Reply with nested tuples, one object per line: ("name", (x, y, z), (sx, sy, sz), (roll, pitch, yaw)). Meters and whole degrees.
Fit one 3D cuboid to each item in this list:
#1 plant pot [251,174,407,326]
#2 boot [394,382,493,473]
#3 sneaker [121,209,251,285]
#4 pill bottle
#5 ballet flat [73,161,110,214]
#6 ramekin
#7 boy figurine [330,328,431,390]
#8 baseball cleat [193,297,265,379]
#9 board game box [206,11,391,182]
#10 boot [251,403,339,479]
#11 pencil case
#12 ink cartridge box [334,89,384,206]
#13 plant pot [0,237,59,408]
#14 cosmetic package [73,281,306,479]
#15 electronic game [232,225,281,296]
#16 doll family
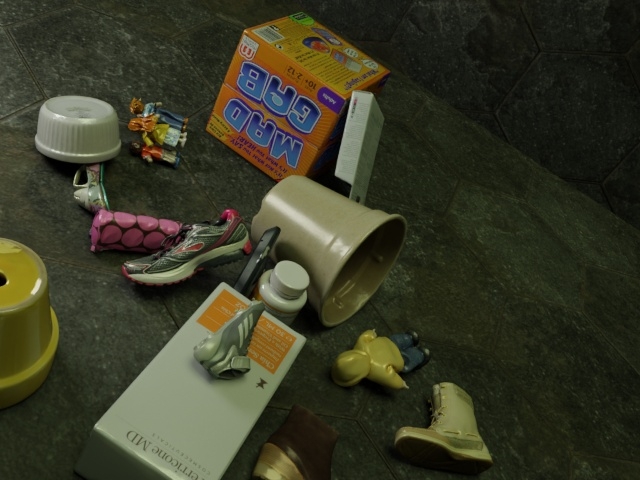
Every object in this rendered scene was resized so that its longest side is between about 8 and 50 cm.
("plant pot", (0.000, 0.000, 1.749), (0.305, 0.334, 0.333), (35, 35, 23))
("boot", (0.275, 0.428, 1.610), (0.261, 0.095, 0.203), (18, 39, -22))
("sneaker", (-0.311, 0.018, 1.563), (0.299, 0.112, 0.121), (-21, 21, -23))
("pill bottle", (-0.107, 0.146, 1.548), (0.117, 0.215, 0.117), (20, 38, -17))
("ballet flat", (-0.559, -0.127, 1.657), (0.079, 0.077, 0.221), (-7, 44, -17))
("ramekin", (-0.605, -0.285, 1.710), (0.207, 0.109, 0.207), (10, 28, -5))
("boy figurine", (0.148, 0.298, 1.669), (0.285, 0.092, 0.177), (-9, 54, -41))
("baseball cleat", (-0.158, 0.198, 1.319), (0.109, 0.072, 0.206), (51, 43, 1))
("board game box", (-0.066, -0.432, 2.106), (0.356, 0.356, 0.356), (36, 36, 8))
("boot", (0.002, 0.460, 1.375), (0.248, 0.090, 0.207), (33, 38, 7))
("pencil case", (-0.430, -0.011, 1.599), (0.209, 0.098, 0.095), (8, -2, -29))
("ink cartridge box", (0.108, -0.240, 1.995), (0.071, 0.330, 0.324), (14, 0, 10))
("plant pot", (-0.580, 0.132, 1.188), (0.254, 0.239, 0.254), (18, 42, -17))
("cosmetic package", (-0.230, 0.306, 1.323), (0.230, 0.161, 0.453), (34, 37, 1))
("electronic game", (-0.155, 0.068, 1.590), (0.048, 0.229, 0.229), (30, 36, -6))
("doll family", (-0.459, -0.330, 1.911), (0.163, 0.118, 0.263), (17, 39, -20))
